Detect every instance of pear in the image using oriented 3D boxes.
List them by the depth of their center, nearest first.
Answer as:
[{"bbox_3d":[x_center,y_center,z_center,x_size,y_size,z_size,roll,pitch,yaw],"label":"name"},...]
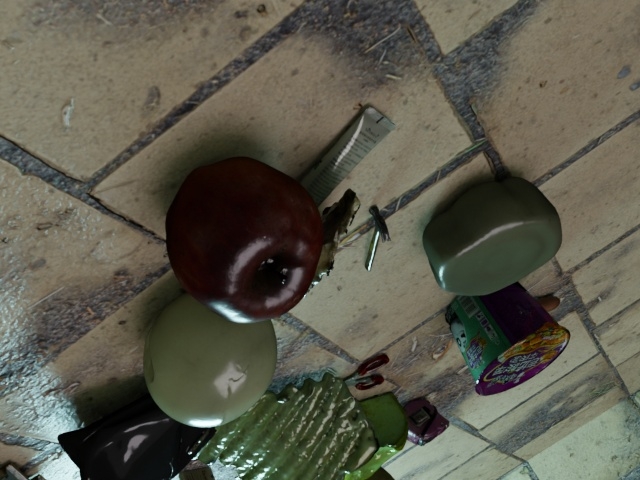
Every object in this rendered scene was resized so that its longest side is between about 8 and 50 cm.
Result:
[{"bbox_3d":[0.078,0.534,2.091,0.292,0.159,0.292,-21,150,-13],"label":"pear"}]

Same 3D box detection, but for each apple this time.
[{"bbox_3d":[-0.108,-0.006,1.133,0.234,0.234,0.234,-21,147,-14],"label":"apple"}]

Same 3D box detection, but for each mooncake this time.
[{"bbox_3d":[0.324,-0.005,1.560,0.275,0.135,0.275,-18,147,-12],"label":"mooncake"}]

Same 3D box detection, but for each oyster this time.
[{"bbox_3d":[-0.001,-0.006,1.273,0.166,0.094,0.294,-54,178,-34],"label":"oyster"}]

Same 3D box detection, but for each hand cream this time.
[{"bbox_3d":[0.017,-0.108,1.261,0.234,0.050,0.080,-45,144,15],"label":"hand cream"}]

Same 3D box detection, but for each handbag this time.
[{"bbox_3d":[-0.338,0.391,1.583,0.288,0.152,0.342,-29,153,-22],"label":"handbag"}]

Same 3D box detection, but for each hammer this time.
[{"bbox_3d":[0.099,0.011,1.482,0.017,0.062,0.182,-19,153,-15],"label":"hammer"}]

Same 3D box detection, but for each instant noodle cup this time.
[{"bbox_3d":[0.414,0.206,1.866,0.251,0.190,0.251,-20,146,-15],"label":"instant noodle cup"}]

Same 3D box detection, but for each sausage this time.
[{"bbox_3d":[0.532,0.164,2.043,0.186,0.043,0.043,-1,138,-36],"label":"sausage"}]

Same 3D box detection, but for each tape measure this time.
[{"bbox_3d":[0.276,0.494,2.226,0.125,0.118,0.074,-31,151,-32],"label":"tape measure"}]

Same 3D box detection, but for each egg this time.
[{"bbox_3d":[-0.183,0.193,1.352,0.219,0.219,0.269,-10,138,-29],"label":"egg"}]

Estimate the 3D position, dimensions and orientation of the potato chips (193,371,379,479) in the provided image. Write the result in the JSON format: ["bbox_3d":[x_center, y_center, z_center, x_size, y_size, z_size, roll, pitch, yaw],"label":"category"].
[{"bbox_3d":[-0.081,0.464,1.880,0.389,0.097,0.373,-36,122,13],"label":"potato chips"}]

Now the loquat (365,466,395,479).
[{"bbox_3d":[0.102,0.781,2.336,0.276,0.276,0.284,-2,149,-36],"label":"loquat"}]

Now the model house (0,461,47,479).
[{"bbox_3d":[-0.594,0.566,1.586,0.178,0.271,0.206,-33,-177,3],"label":"model house"}]

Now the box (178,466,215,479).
[{"bbox_3d":[-0.293,0.576,1.948,0.083,0.053,0.024,6,134,-41],"label":"box"}]

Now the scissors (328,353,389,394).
[{"bbox_3d":[0.045,0.344,1.931,0.248,0.017,0.144,-17,145,-17],"label":"scissors"}]
